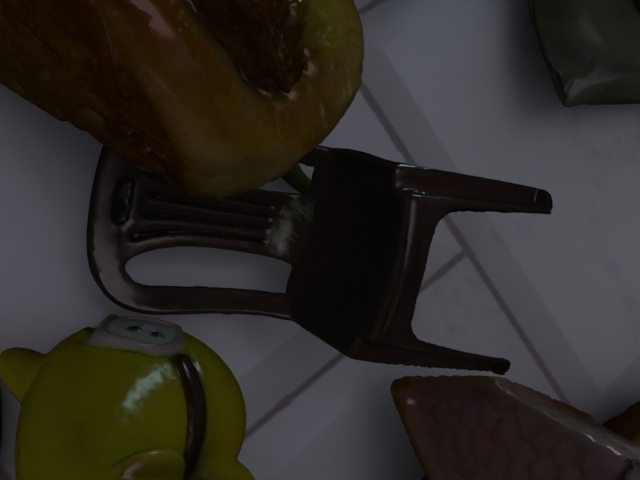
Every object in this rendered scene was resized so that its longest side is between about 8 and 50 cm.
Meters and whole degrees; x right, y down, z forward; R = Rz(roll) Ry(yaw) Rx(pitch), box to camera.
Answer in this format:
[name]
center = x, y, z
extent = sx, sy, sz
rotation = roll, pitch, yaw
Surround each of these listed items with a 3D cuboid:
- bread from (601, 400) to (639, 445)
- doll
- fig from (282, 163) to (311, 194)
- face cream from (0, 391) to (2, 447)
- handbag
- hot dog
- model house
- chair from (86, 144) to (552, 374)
[bread]
center = 0.374, 0.276, 0.754
extent = 0.270, 0.142, 0.195
rotation = -39, 72, -14
[doll]
center = -0.130, 0.137, 0.472
extent = 0.199, 0.363, 0.145
rotation = 26, 94, -14
[fig]
center = -0.042, -0.108, 0.681
extent = 0.149, 0.149, 0.245
rotation = -44, 119, -21
[face cream]
center = -0.407, 0.114, 0.506
extent = 0.349, 0.081, 0.173
rotation = 15, 78, -19
[handbag]
center = 0.377, -0.272, 0.855
extent = 0.316, 0.109, 0.253
rotation = -5, 77, -22
[hot dog]
center = -0.159, -0.209, 0.485
extent = 0.405, 0.223, 0.185
rotation = 30, 59, 22
[model house]
center = 0.179, 0.249, 0.646
extent = 0.202, 0.237, 0.237
rotation = 18, 97, -39
[chair]
center = 0.000, 0.000, 0.581
extent = 0.326, 0.183, 0.175
rotation = 6, 99, -35
